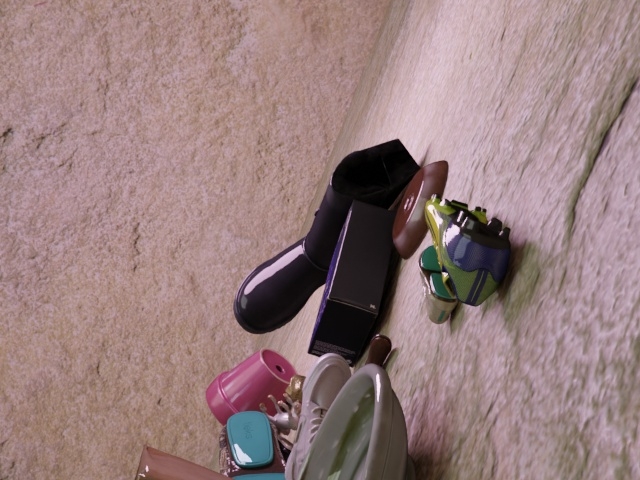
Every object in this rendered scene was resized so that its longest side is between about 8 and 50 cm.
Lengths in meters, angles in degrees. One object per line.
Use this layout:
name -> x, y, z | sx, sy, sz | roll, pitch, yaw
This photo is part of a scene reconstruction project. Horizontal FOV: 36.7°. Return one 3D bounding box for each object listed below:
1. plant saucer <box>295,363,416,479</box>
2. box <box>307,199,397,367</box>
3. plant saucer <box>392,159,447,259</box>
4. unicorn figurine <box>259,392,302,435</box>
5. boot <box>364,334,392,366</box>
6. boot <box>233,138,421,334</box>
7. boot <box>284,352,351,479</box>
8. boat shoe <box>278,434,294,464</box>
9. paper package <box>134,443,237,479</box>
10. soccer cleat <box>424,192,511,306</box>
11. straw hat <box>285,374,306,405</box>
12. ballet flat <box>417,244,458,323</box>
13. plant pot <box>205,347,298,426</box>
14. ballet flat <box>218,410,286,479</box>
plant saucer -> 0.037, 0.364, 1.268 | 0.400, 0.100, 0.400 | -158, 90, -82
box -> 0.064, 0.081, 1.865 | 0.184, 0.103, 0.261 | 112, 175, -47
plant saucer -> 0.177, -0.063, 1.790 | 0.198, 0.036, 0.199 | -157, 90, -84
unicorn figurine -> -0.077, 0.385, 2.102 | 0.060, 0.111, 0.162 | -39, 18, -20
boot -> 0.085, 0.226, 1.589 | 0.106, 0.037, 0.114 | 100, -173, -47
boot -> 0.001, -0.001, 2.075 | 0.367, 0.146, 0.445 | -40, -6, -31
boot -> 0.009, 0.332, 1.700 | 0.123, 0.095, 0.258 | -175, 98, -77
boat shoe -> -0.081, 0.455, 2.105 | 0.042, 0.049, 0.133 | -60, 11, -3
paper package -> -0.195, 0.542, 1.564 | 0.168, 0.324, 0.309 | -148, 81, -83
soccer cleat -> 0.182, 0.011, 1.297 | 0.289, 0.093, 0.121 | -103, 28, -79
straw hat -> -0.044, 0.332, 2.156 | 0.144, 0.061, 0.144 | -157, 90, -83
ballet flat -> 0.166, 0.064, 1.410 | 0.168, 0.057, 0.052 | -81, 5, -63
plant pot -> -0.157, 0.375, 2.425 | 0.180, 0.201, 0.201 | -49, 12, 16
ballet flat -> -0.126, 0.502, 1.903 | 0.483, 0.164, 0.182 | -120, 26, -76
